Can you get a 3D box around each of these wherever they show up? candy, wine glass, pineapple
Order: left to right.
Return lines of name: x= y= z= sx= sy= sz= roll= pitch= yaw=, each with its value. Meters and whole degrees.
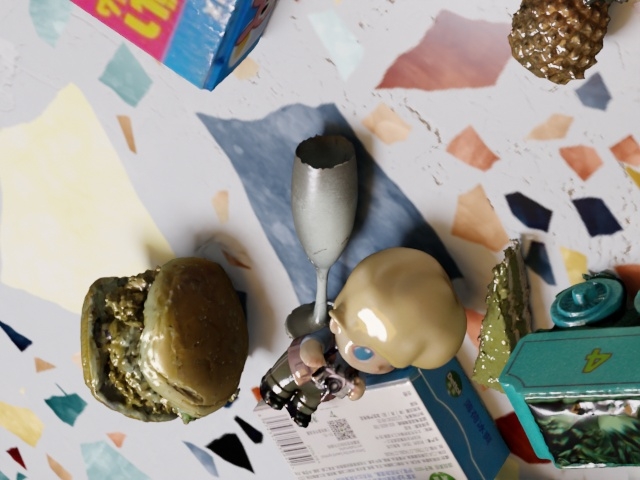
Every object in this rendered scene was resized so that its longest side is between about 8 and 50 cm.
candy: x=-0.168 y=-0.269 z=1.362 sx=0.306 sy=0.100 sz=0.157 roll=35 pitch=135 yaw=7
wine glass: x=0.000 y=0.000 z=1.490 sx=0.066 sy=0.066 sz=0.198 roll=19 pitch=133 yaw=21
pineapple: x=0.187 y=-0.185 z=1.210 sx=0.074 sy=0.074 sz=0.159 roll=33 pitch=133 yaw=8

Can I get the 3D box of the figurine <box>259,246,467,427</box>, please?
figurine: x=0.031 y=0.088 z=1.466 sx=0.196 sy=0.108 sz=0.114 roll=-39 pitch=117 yaw=21

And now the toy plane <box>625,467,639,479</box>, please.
toy plane: x=0.306 y=0.229 z=1.396 sx=0.234 sy=0.160 sz=0.082 roll=20 pitch=102 yaw=62

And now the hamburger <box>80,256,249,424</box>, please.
hamburger: x=-0.129 y=0.094 z=1.598 sx=0.131 sy=0.159 sz=0.185 roll=-17 pitch=157 yaw=31

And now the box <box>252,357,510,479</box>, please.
box: x=0.055 y=0.175 z=1.582 sx=0.194 sy=0.073 sz=0.139 roll=-15 pitch=114 yaw=40

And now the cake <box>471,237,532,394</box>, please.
cake: x=0.149 y=0.062 z=1.445 sx=0.055 sy=0.051 sz=0.140 roll=10 pitch=127 yaw=31

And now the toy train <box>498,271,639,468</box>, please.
toy train: x=0.239 y=0.103 z=1.344 sx=0.198 sy=0.154 sz=0.107 roll=-6 pitch=123 yaw=37
